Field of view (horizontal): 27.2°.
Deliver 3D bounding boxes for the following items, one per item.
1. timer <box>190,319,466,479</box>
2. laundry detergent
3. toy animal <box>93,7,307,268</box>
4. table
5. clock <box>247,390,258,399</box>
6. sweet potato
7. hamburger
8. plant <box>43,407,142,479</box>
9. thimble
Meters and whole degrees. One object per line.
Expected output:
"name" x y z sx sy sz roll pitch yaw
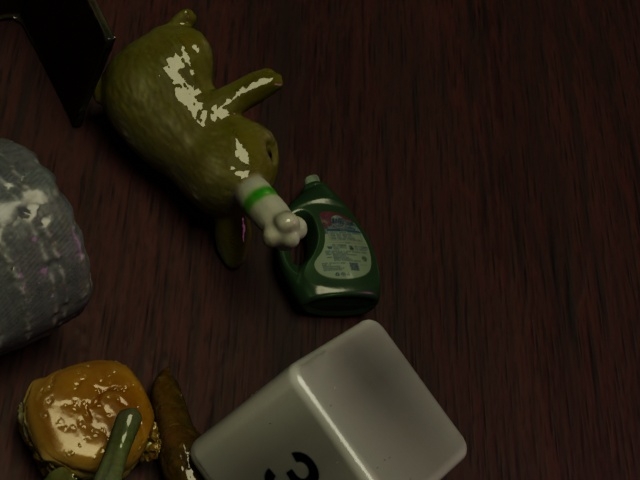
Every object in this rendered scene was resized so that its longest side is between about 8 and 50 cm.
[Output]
"timer" 0.010 0.232 1.466 0.192 0.195 0.194 54 33 7
"laundry detergent" 0.000 0.000 1.773 0.137 0.063 0.211 -2 56 -22
"toy animal" -0.128 -0.121 1.728 0.363 0.181 0.180 46 56 12
"table" -0.441 -0.292 1.674 0.250 0.196 0.282 -12 62 -36
"clock" -0.056 0.213 1.612 0.083 0.010 0.074 -8 60 -33
"sweet potato" -0.151 0.249 1.500 0.067 0.067 0.274 0 50 -28
"hamburger" -0.256 0.204 1.464 0.147 0.083 0.138 -14 67 -32
"plant" -0.257 0.320 1.298 0.306 0.261 0.297 50 3 -33
"thimble" -0.381 0.014 1.472 0.172 0.205 0.236 -27 95 -35
